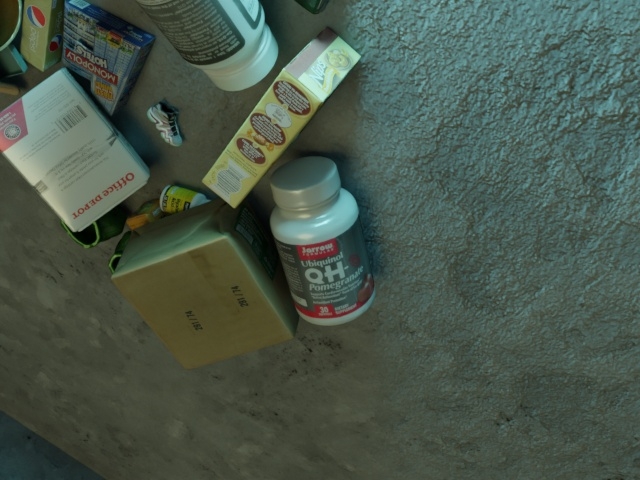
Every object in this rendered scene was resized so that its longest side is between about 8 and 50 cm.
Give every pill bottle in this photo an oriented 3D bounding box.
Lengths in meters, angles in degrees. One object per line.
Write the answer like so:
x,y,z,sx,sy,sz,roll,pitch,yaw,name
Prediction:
0.000,0.000,1.347,0.176,0.176,0.318,3,128,26,pill bottle
-0.295,-0.081,1.514,0.116,0.065,0.065,16,132,15,pill bottle
-0.190,-0.380,1.083,0.161,0.161,0.283,3,155,26,pill bottle

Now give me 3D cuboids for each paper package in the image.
-0.238,0.098,1.492,0.310,0.168,0.325,-19,124,17,paper package

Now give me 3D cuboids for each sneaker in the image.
-0.311,-0.246,1.404,0.069,0.038,0.098,-26,112,41,sneaker

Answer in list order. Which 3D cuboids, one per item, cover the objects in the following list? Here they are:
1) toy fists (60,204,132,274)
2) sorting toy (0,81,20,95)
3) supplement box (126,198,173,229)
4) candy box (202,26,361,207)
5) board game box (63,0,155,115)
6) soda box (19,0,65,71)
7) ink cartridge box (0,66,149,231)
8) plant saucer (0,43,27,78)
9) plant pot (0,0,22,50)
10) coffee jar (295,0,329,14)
-0.490,-0.006,1.629,0.096,0.142,0.279,-43,102,14,toy fists
-0.797,-0.363,1.465,0.193,0.208,0.038,15,96,27,sorting toy
-0.358,0.017,1.618,0.080,0.078,0.233,-15,119,36,supplement box
-0.075,-0.213,1.206,0.087,0.183,0.316,40,134,-8,candy box
-0.442,-0.361,1.364,0.194,0.060,0.194,28,133,4,board game box
-0.559,-0.436,1.364,0.061,0.058,0.181,32,134,0,soda box
-0.532,-0.191,1.436,0.207,0.117,0.283,-36,113,-1,ink cartridge box
-0.682,-0.387,1.456,0.192,0.018,0.067,8,132,48,plant saucer
-0.768,-0.458,1.367,0.254,0.237,0.237,-2,127,49,plant pot
-0.057,-0.449,1.075,0.184,0.079,0.096,32,134,1,coffee jar
